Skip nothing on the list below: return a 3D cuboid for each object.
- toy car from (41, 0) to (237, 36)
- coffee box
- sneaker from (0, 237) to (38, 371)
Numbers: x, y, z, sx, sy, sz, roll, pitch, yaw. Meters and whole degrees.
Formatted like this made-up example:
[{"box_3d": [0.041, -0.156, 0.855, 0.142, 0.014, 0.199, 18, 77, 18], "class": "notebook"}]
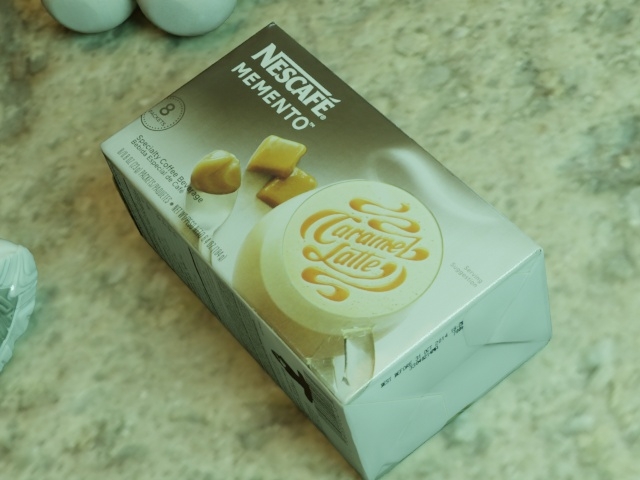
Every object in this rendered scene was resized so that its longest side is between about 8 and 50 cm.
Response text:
[{"box_3d": [-0.126, -0.239, 1.030, 0.182, 0.136, 0.159, 4, 56, 16], "class": "toy car"}, {"box_3d": [0.000, 0.000, 0.848, 0.141, 0.098, 0.246, -36, 55, -13], "class": "coffee box"}, {"box_3d": [-0.282, 0.065, 0.878, 0.232, 0.090, 0.115, -39, 52, -16], "class": "sneaker"}]
